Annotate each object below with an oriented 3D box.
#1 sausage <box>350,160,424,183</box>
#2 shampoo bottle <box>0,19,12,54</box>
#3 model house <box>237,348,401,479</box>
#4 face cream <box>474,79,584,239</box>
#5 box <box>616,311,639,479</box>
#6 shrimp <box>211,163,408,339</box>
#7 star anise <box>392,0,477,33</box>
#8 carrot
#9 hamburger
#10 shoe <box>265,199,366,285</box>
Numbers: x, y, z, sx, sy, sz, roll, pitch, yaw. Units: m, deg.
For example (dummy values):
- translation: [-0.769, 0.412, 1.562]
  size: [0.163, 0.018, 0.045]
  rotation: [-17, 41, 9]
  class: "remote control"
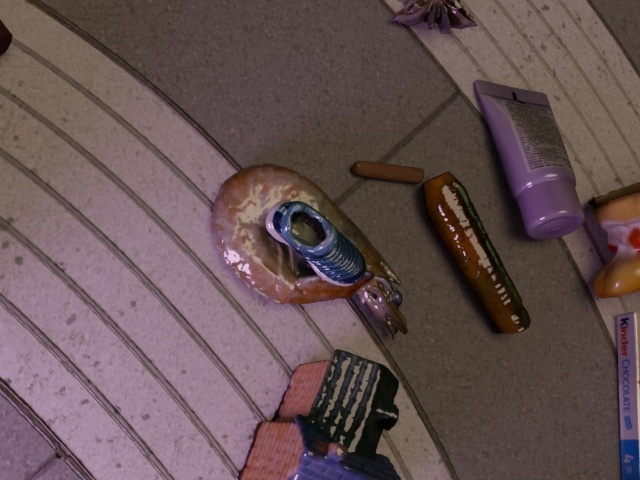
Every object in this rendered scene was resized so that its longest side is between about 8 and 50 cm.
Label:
- translation: [0.099, -0.101, 1.123]
  size: [0.116, 0.026, 0.026]
  rotation: [5, 73, -25]
  class: "sausage"
- translation: [-0.453, -0.314, 0.886]
  size: [0.068, 0.067, 0.236]
  rotation: [-41, 95, -22]
  class: "shampoo bottle"
- translation: [0.026, 0.237, 0.906]
  size: [0.166, 0.172, 0.183]
  rotation: [27, 65, -16]
  class: "model house"
- translation: [0.339, -0.140, 1.228]
  size: [0.154, 0.096, 0.274]
  rotation: [4, 61, -23]
  class: "face cream"
- translation: [0.600, 0.271, 1.253]
  size: [0.265, 0.048, 0.273]
  rotation: [14, 71, -22]
  class: "box"
- translation: [-0.010, 0.031, 1.011]
  size: [0.317, 0.077, 0.168]
  rotation: [44, 71, -4]
  class: "shrimp"
- translation: [0.170, -0.367, 1.221]
  size: [0.129, 0.056, 0.124]
  rotation: [-20, 60, -25]
  class: "star anise"
- translation: [0.229, 0.021, 1.132]
  size: [0.070, 0.070, 0.260]
  rotation: [-30, 91, -30]
  class: "carrot"
- translation: [0.569, -0.019, 1.213]
  size: [0.303, 0.261, 0.186]
  rotation: [-17, 87, -11]
  class: "hamburger"
- translation: [0.000, 0.000, 0.946]
  size: [0.143, 0.071, 0.064]
  rotation: [39, 75, -7]
  class: "shoe"
